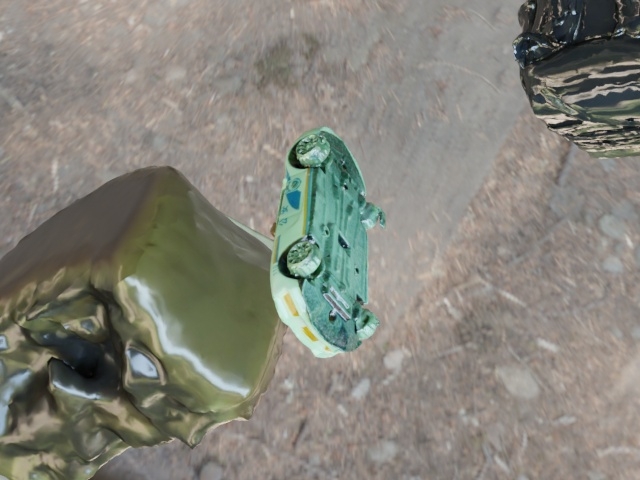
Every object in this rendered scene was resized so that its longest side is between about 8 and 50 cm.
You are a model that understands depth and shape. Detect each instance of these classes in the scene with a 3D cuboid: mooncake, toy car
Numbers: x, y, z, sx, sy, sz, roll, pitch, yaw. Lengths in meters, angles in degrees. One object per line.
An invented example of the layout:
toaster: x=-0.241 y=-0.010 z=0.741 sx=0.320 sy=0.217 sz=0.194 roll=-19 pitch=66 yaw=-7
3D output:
mooncake: x=-0.233 y=0.112 z=1.345 sx=0.246 sy=0.394 sz=0.393 roll=45 pitch=79 yaw=-26
toy car: x=0.000 y=0.000 z=0.854 sx=0.058 sy=0.186 sz=0.093 roll=-22 pitch=130 yaw=25

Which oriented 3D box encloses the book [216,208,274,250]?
book: x=-0.091 y=0.000 z=1.747 sx=0.232 sy=0.162 sz=0.022 roll=28 pitch=86 yaw=7

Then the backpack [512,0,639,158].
backpack: x=0.267 y=-0.213 z=1.077 sx=0.206 sy=0.133 sz=0.258 roll=-5 pitch=74 yaw=40
